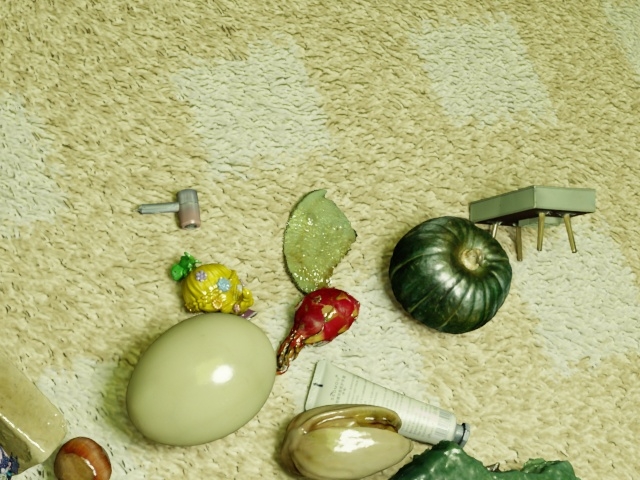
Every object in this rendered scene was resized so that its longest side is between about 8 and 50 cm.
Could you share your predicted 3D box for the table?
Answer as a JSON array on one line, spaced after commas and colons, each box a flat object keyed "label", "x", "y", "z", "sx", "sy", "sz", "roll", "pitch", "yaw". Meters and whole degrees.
[{"label": "table", "x": 0.373, "y": -0.026, "z": 1.904, "sx": 0.121, "sy": 0.240, "sz": 0.111, "roll": 3, "pitch": 83, "yaw": -18}]

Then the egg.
[{"label": "egg", "x": -0.180, "y": 0.211, "z": 1.612, "sx": 0.241, "sy": 0.186, "sz": 0.186, "roll": -32, "pitch": 80, "yaw": -18}]

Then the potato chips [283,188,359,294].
[{"label": "potato chips", "x": 0.000, "y": 0.000, "z": 1.869, "sx": 0.142, "sy": 0.026, "sz": 0.209, "roll": -3, "pitch": 66, "yaw": -18}]

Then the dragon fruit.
[{"label": "dragon fruit", "x": -0.018, "y": 0.143, "z": 1.763, "sx": 0.190, "sy": 0.094, "sz": 0.094, "roll": -38, "pitch": 83, "yaw": -18}]

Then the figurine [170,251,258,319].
[{"label": "figurine", "x": -0.168, "y": 0.073, "z": 1.722, "sx": 0.156, "sy": 0.115, "sz": 0.094, "roll": 48, "pitch": 50, "yaw": 8}]

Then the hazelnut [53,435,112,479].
[{"label": "hazelnut", "x": -0.347, "y": 0.329, "z": 1.564, "sx": 0.086, "sy": 0.086, "sz": 0.086, "roll": 8, "pitch": 64, "yaw": -17}]

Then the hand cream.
[{"label": "hand cream", "x": 0.114, "y": 0.281, "z": 1.768, "sx": 0.276, "sy": 0.059, "sz": 0.095, "roll": 20, "pitch": 65, "yaw": -6}]

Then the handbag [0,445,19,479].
[{"label": "handbag", "x": -0.532, "y": 0.322, "z": 1.420, "sx": 0.228, "sy": 0.127, "sz": 0.208, "roll": -31, "pitch": 106, "yaw": -2}]

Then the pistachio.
[{"label": "pistachio", "x": 0.040, "y": 0.321, "z": 1.677, "sx": 0.206, "sy": 0.131, "sz": 0.130, "roll": -2, "pitch": 45, "yaw": -15}]

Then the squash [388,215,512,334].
[{"label": "squash", "x": 0.226, "y": 0.058, "z": 1.840, "sx": 0.218, "sy": 0.172, "sz": 0.218, "roll": 21, "pitch": 30, "yaw": -13}]

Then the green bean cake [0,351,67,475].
[{"label": "green bean cake", "x": -0.455, "y": 0.243, "z": 1.516, "sx": 0.179, "sy": 0.109, "sz": 0.085, "roll": 46, "pitch": 39, "yaw": -11}]

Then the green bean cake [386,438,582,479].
[{"label": "green bean cake", "x": 0.264, "y": 0.446, "z": 1.681, "sx": 0.307, "sy": 0.169, "sz": 0.300, "roll": -30, "pitch": 81, "yaw": -30}]

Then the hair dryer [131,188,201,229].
[{"label": "hair dryer", "x": -0.260, "y": -0.049, "z": 1.792, "sx": 0.114, "sy": 0.037, "sz": 0.063, "roll": -4, "pitch": 69, "yaw": -14}]
